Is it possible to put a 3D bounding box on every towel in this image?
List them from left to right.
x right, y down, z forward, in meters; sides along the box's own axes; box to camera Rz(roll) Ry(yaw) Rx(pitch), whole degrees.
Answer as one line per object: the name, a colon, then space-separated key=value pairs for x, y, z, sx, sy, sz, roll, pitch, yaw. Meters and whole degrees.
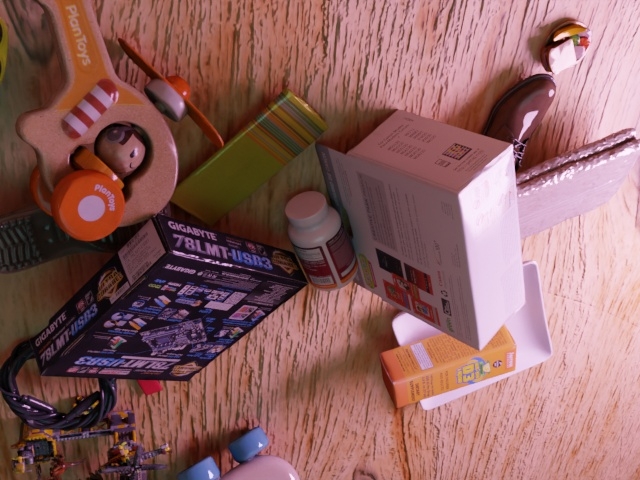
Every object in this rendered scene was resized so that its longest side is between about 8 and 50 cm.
towel: x=-0.105 y=-0.117 z=1.193 sx=0.237 sy=0.021 sz=0.102 roll=-39 pitch=138 yaw=13
towel: x=0.370 y=-0.077 z=1.323 sx=0.282 sy=0.049 sz=0.187 roll=-21 pitch=153 yaw=-12

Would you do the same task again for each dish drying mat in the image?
dish drying mat: x=-0.299 y=0.233 z=1.414 sx=0.032 sy=0.008 sz=0.083 roll=-20 pitch=131 yaw=-2

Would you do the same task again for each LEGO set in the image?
LEGO set: x=-0.391 y=0.447 z=1.398 sx=0.255 sy=0.192 sz=0.331 roll=3 pitch=117 yaw=-16

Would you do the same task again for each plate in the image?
plate: x=0.282 y=0.172 z=1.538 sx=0.277 sy=0.045 sz=0.278 roll=-23 pitch=130 yaw=-1

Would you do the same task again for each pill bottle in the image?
pill bottle: x=0.000 y=0.000 z=1.285 sx=0.086 sy=0.086 sz=0.152 roll=-23 pitch=130 yaw=-1

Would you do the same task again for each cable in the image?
cable: x=-0.416 y=0.228 z=1.314 sx=0.185 sy=0.047 sz=0.150 roll=3 pitch=101 yaw=-19

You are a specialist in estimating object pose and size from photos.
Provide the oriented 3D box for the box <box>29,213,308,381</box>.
box: x=-0.215 y=0.102 z=1.217 sx=0.293 sy=0.073 sz=0.296 roll=-40 pitch=149 yaw=24

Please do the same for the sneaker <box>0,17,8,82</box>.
sneaker: x=-0.469 y=-0.148 z=1.004 sx=0.109 sy=0.123 sz=0.295 roll=22 pitch=98 yaw=-28

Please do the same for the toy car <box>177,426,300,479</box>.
toy car: x=-0.155 y=0.499 z=1.584 sx=0.210 sy=0.219 sz=0.238 roll=-28 pitch=173 yaw=-22

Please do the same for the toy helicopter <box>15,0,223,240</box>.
toy helicopter: x=-0.260 y=-0.188 z=1.007 sx=0.235 sy=0.140 sz=0.354 roll=-23 pitch=116 yaw=-24

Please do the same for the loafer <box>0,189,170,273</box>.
loafer: x=-0.342 y=-0.028 z=1.149 sx=0.269 sy=0.092 sz=0.101 roll=-13 pitch=111 yaw=-30

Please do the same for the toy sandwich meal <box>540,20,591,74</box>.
toy sandwich meal: x=0.365 y=-0.284 z=1.226 sx=0.086 sy=0.029 sz=0.085 roll=-9 pitch=128 yaw=-12

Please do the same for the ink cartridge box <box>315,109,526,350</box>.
ink cartridge box: x=0.155 y=-0.026 z=1.259 sx=0.130 sy=0.272 sz=0.309 roll=-41 pitch=136 yaw=-27

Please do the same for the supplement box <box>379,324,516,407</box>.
supplement box: x=0.227 y=0.215 z=1.474 sx=0.234 sy=0.080 sz=0.078 roll=-18 pitch=131 yaw=-7

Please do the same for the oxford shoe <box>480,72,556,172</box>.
oxford shoe: x=0.290 y=-0.148 z=1.264 sx=0.083 sy=0.096 sz=0.227 roll=20 pitch=116 yaw=-28
